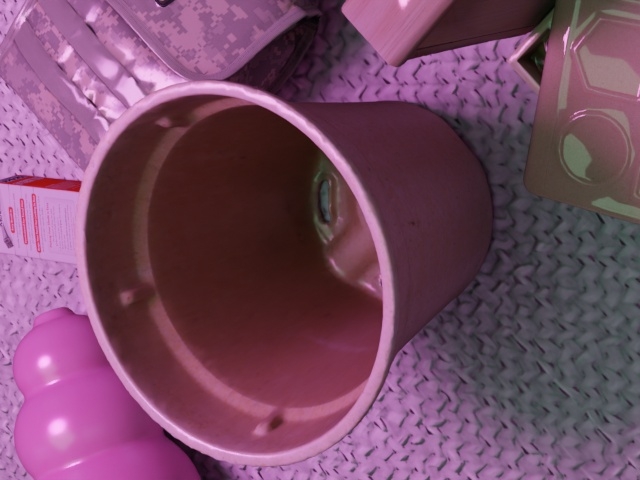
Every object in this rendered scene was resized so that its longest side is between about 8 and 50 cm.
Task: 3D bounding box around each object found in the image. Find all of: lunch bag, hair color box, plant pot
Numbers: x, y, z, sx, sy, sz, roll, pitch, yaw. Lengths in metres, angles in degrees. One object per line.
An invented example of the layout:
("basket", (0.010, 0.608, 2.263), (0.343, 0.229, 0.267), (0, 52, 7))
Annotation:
("lunch bag", (-0.162, -0.208, 1.285), (0.235, 0.169, 0.287), (48, 117, 15))
("hair color box", (-0.322, -0.026, 1.544), (0.167, 0.053, 0.093), (7, 108, 31))
("plant pot", (0.000, 0.000, 1.182), (0.334, 0.305, 0.333), (9, 108, 32))

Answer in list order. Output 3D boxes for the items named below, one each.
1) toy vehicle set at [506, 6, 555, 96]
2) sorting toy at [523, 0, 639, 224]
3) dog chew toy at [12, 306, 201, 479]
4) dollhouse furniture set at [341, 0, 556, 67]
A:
("toy vehicle set", (0.309, -0.122, 1.109), (0.267, 0.035, 0.166), (49, 124, 13))
("sorting toy", (0.282, -0.109, 1.089), (0.208, 0.038, 0.193), (21, 114, 33))
("dog chew toy", (-0.266, 0.240, 1.500), (0.207, 0.206, 0.332), (-27, 79, 36))
("dollhouse furniture set", (0.047, -0.358, 1.083), (0.394, 0.256, 0.362), (50, 124, 12))
